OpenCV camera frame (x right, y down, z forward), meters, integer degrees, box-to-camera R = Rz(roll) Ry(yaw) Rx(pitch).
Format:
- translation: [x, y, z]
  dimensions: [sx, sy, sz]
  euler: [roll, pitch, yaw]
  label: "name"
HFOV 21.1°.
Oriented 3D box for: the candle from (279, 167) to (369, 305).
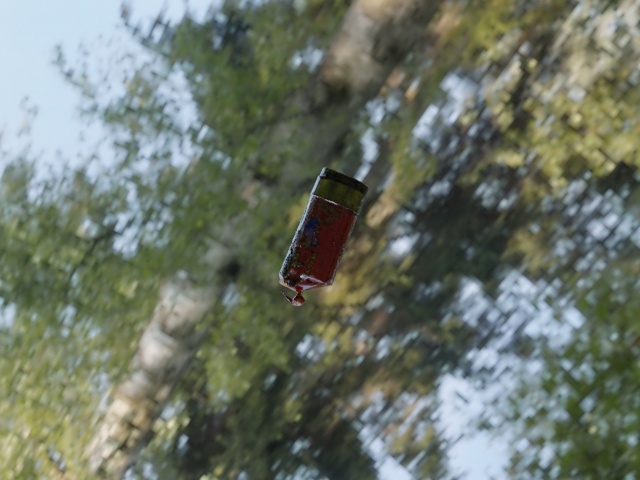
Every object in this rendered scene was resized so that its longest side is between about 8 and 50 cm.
- translation: [0.000, 0.000, 1.598]
  dimensions: [0.052, 0.052, 0.131]
  euler: [23, -92, -10]
  label: "candle"
